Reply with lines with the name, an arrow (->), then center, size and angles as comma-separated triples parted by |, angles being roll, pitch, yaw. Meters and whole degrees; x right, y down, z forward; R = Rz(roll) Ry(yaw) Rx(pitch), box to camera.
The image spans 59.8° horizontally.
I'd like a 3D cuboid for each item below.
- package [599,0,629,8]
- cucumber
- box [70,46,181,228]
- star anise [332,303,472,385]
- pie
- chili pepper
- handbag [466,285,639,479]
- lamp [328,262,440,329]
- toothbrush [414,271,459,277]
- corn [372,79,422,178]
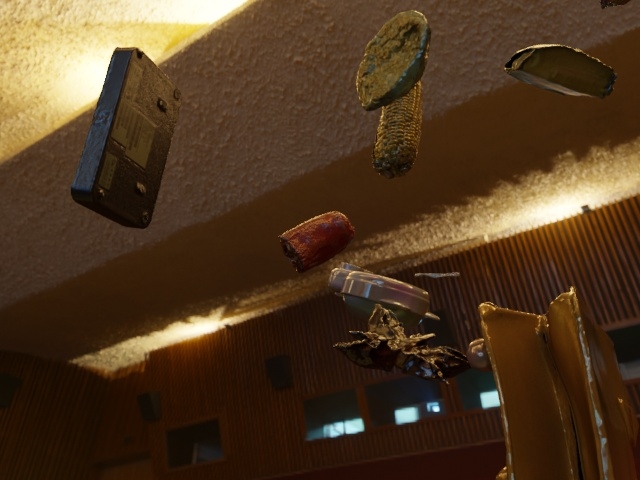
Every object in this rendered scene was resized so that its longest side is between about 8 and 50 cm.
package -> 0.555, -0.449, 1.016 | 0.083, 0.029, 0.059 | -21, -6, 28
cucumber -> 0.610, -0.451, 1.452 | 0.325, 0.145, 0.105 | 4, -75, -28
box -> -0.402, -0.214, 1.192 | 0.058, 0.350, 0.211 | 5, -14, 19
star anise -> 0.117, 0.152, 0.814 | 0.212, 0.157, 0.053 | 15, -73, -5
pie -> 0.127, -0.313, 0.980 | 0.041, 0.187, 0.187 | 20, -40, -31
chili pepper -> 0.000, 0.000, 0.910 | 0.123, 0.073, 0.070 | -28, -62, -21
handbag -> 0.272, 0.271, 0.565 | 0.133, 0.401, 0.283 | -21, -35, 34
lamp -> 0.111, 0.121, 1.138 | 0.179, 0.108, 0.246 | 28, -7, -42
toothbrush -> 0.312, 0.093, 1.501 | 0.017, 0.014, 0.162 | 36, -22, -23
corn -> 0.199, -0.292, 1.387 | 0.115, 0.318, 0.115 | 10, -23, 4
